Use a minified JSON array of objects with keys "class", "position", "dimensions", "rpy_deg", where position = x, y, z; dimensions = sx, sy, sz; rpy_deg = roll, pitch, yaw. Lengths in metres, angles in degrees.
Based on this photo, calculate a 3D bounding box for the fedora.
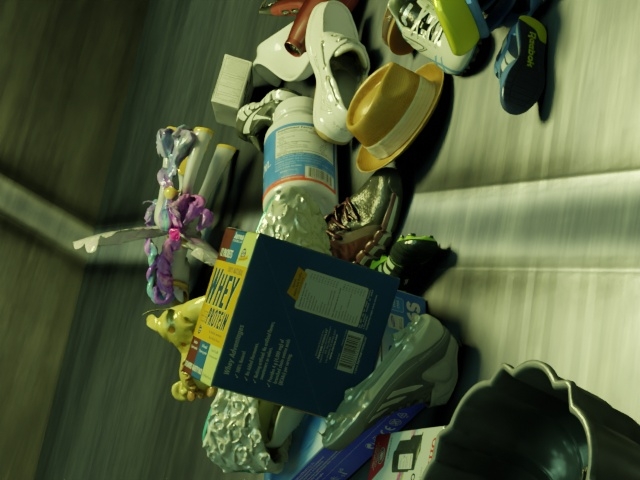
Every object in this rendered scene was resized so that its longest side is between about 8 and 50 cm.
[{"class":"fedora","position":[0.096,-0.193,1.973],"dimensions":[0.194,0.079,0.194],"rpy_deg":[-45,23,25]}]

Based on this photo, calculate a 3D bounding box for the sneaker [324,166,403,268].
[{"class":"sneaker","position":[0.000,0.000,1.993],"dimensions":[0.281,0.162,0.106],"rpy_deg":[-63,22,24]}]

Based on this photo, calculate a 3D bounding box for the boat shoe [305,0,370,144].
[{"class":"boat shoe","position":[0.041,-0.294,2.240],"dimensions":[0.096,0.098,0.277],"rpy_deg":[-45,43,50]}]

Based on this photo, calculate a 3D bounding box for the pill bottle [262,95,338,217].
[{"class":"pill bottle","position":[-0.033,-0.129,2.241],"dimensions":[0.124,0.124,0.221],"rpy_deg":[-53,27,41]}]

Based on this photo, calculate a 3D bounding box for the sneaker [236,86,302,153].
[{"class":"sneaker","position":[-0.110,-0.209,2.572],"dimensions":[0.234,0.078,0.106],"rpy_deg":[-23,50,61]}]

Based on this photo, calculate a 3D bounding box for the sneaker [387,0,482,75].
[{"class":"sneaker","position":[0.160,-0.299,1.938],"dimensions":[0.085,0.086,0.237],"rpy_deg":[-65,26,15]}]

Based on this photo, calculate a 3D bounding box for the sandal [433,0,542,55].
[{"class":"sandal","position":[0.221,-0.356,1.819],"dimensions":[0.138,0.126,0.317],"rpy_deg":[-18,35,13]}]

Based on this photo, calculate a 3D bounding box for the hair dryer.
[{"class":"hair dryer","position":[-0.016,-0.415,2.436],"dimensions":[0.223,0.080,0.293],"rpy_deg":[-35,25,26]}]

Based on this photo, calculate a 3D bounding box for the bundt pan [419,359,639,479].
[{"class":"bundt pan","position":[0.209,0.285,1.278],"dimensions":[0.331,0.124,0.331],"rpy_deg":[-53,27,43]}]

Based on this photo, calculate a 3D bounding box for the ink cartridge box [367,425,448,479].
[{"class":"ink cartridge box","position":[0.121,0.287,1.574],"dimensions":[0.175,0.072,0.127],"rpy_deg":[-26,49,64]}]

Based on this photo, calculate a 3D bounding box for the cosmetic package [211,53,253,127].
[{"class":"cosmetic package","position":[-0.173,-0.295,2.729],"dimensions":[0.239,0.060,0.099],"rpy_deg":[111,177,-85]}]

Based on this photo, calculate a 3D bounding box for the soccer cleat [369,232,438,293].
[{"class":"soccer cleat","position":[0.112,0.041,1.835],"dimensions":[0.179,0.060,0.072],"rpy_deg":[137,136,-64]}]

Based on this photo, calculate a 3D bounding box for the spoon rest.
[{"class":"spoon rest","position":[-0.061,-0.349,2.554],"dimensions":[0.276,0.084,0.137],"rpy_deg":[-15,60,67]}]

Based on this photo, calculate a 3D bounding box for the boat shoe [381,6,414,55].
[{"class":"boat shoe","position":[0.146,-0.385,2.066],"dimensions":[0.207,0.073,0.073],"rpy_deg":[-60,26,28]}]

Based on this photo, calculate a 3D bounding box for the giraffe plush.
[{"class":"giraffe plush","position":[-0.198,0.188,2.383],"dimensions":[0.181,0.210,0.170],"rpy_deg":[-25,79,59]}]

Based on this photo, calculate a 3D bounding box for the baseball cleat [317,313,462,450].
[{"class":"baseball cleat","position":[0.095,0.190,1.646],"dimensions":[0.206,0.109,0.072],"rpy_deg":[-50,19,-2]}]

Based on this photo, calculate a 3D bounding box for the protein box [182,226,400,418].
[{"class":"protein box","position":[-0.039,0.108,1.731],"dimensions":[0.136,0.201,0.200],"rpy_deg":[9,82,69]}]

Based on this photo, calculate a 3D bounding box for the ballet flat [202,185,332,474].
[{"class":"ballet flat","position":[-0.043,0.133,1.878],"dimensions":[0.147,0.147,0.409],"rpy_deg":[-170,95,-69]}]

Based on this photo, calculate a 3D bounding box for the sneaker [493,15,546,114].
[{"class":"sneaker","position":[0.246,-0.210,1.699],"dimensions":[0.059,0.053,0.144],"rpy_deg":[-40,29,54]}]

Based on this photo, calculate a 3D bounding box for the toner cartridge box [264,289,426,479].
[{"class":"toner cartridge box","position":[0.029,0.225,1.859],"dimensions":[0.348,0.075,0.165],"rpy_deg":[-51,30,44]}]

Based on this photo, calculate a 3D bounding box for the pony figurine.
[{"class":"pony figurine","position":[-0.285,-0.041,2.683],"dimensions":[0.351,0.302,0.363],"rpy_deg":[35,-113,-78]}]
